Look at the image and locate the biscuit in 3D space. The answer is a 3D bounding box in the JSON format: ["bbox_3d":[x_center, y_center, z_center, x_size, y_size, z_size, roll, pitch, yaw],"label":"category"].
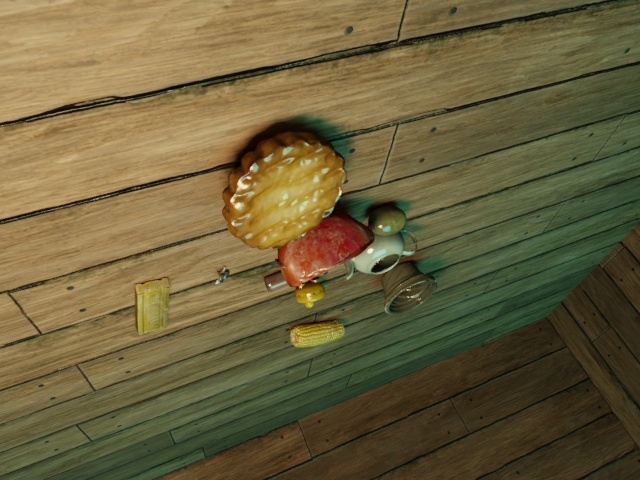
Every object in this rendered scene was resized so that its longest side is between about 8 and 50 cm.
[{"bbox_3d":[-0.091,-0.124,1.327,0.326,0.107,0.325,-23,139,-21],"label":"biscuit"}]

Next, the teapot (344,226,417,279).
[{"bbox_3d":[0.191,0.035,1.836,0.295,0.129,0.193,-16,150,-18],"label":"teapot"}]

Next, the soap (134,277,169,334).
[{"bbox_3d":[-0.496,0.198,1.625,0.092,0.037,0.252,-11,148,-25],"label":"soap"}]

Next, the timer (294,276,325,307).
[{"bbox_3d":[-0.036,0.190,1.920,0.107,0.109,0.107,-12,-169,2],"label":"timer"}]

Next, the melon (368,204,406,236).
[{"bbox_3d":[0.209,-0.062,1.728,0.131,0.098,0.098,-17,150,-32],"label":"melon"}]

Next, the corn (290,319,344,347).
[{"bbox_3d":[-0.013,0.385,2.272,0.244,0.093,0.093,-1,142,-38],"label":"corn"}]

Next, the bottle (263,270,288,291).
[{"bbox_3d":[-0.112,0.121,1.802,0.140,0.053,0.053,-20,150,-12],"label":"bottle"}]

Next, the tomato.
[{"bbox_3d":[-0.006,-0.003,1.577,0.309,0.170,0.309,-31,-173,4],"label":"tomato"}]

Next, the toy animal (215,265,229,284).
[{"bbox_3d":[-0.292,0.099,1.640,0.028,0.050,0.084,-1,-165,13],"label":"toy animal"}]

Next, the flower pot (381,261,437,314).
[{"bbox_3d":[0.328,0.175,2.166,0.236,0.140,0.235,-22,150,-13],"label":"flower pot"}]
